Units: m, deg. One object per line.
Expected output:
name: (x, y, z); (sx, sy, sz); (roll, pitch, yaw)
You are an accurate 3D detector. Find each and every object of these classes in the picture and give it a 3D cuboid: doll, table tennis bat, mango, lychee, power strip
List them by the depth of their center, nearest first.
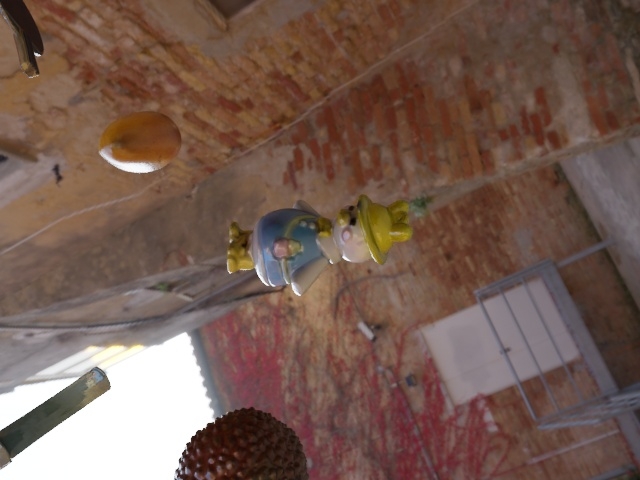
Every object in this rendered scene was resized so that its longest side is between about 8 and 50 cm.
table tennis bat: (-0.338, -0.241, 0.722); (0.095, 0.014, 0.158); (69, 175, -59)
lychee: (-0.097, 0.283, 0.776); (0.165, 0.165, 0.197); (55, 175, -30)
doll: (0.000, -0.001, 0.827); (0.135, 0.241, 0.099); (-63, -41, -72)
power strip: (-0.477, 0.309, 1.069); (0.054, 0.167, 0.253); (54, -139, 0)
mango: (-0.337, -0.181, 1.191); (0.219, 0.144, 0.112); (-73, -31, -78)
